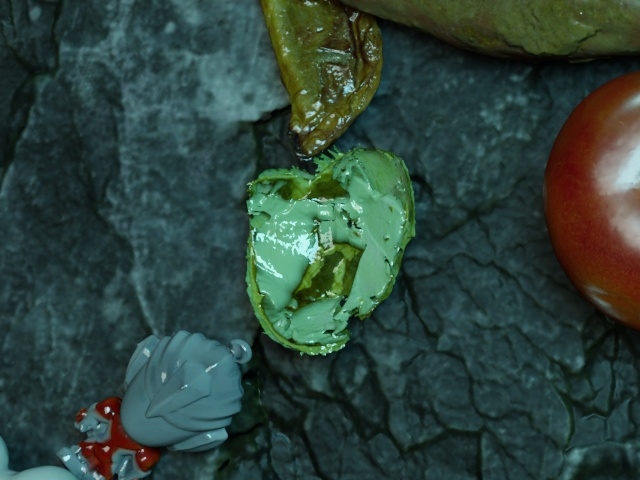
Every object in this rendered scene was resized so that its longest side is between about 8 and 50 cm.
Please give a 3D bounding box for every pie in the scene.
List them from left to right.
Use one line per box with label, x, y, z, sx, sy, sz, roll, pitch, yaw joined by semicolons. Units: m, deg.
pie;0.003;-0.146;1.191;0.088;0.033;0.191;-16;65;3

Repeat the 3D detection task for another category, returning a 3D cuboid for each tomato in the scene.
tomato;0.245;-0.023;1.045;0.195;0.136;0.195;-5;74;17

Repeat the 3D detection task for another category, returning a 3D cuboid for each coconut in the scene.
coconut;0.004;0.001;1.149;0.133;0.055;0.158;37;87;28

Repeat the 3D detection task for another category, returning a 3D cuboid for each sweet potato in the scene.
sweet potato;0.111;-0.184;1.138;0.385;0.109;0.109;11;81;24

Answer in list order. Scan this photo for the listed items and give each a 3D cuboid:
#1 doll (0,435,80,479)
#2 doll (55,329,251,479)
doll;-0.246;0.197;1.146;0.180;0.110;0.107;22;55;24
doll;-0.118;0.123;1.149;0.180;0.079;0.094;-39;85;18
